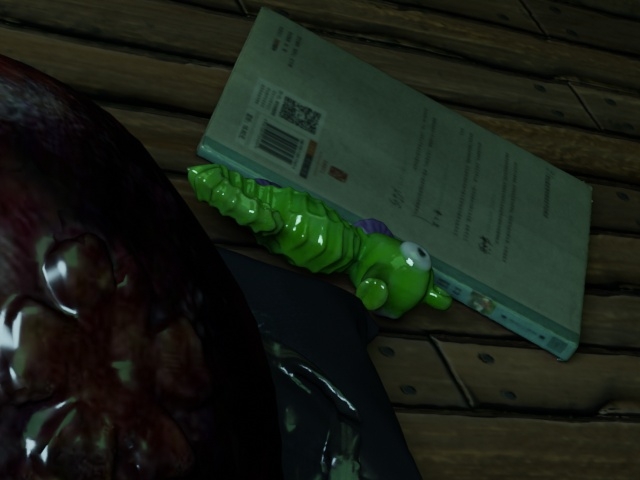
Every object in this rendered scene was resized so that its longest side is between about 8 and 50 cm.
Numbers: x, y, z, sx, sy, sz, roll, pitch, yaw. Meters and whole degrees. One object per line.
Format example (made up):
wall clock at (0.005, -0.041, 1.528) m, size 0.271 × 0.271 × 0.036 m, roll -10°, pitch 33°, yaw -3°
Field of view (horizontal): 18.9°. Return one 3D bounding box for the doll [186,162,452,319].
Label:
doll at (0.000, 0.000, 1.150) m, size 0.190 × 0.050 × 0.115 m, roll 26°, pitch 7°, yaw -24°

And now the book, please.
book at (0.060, -0.045, 1.315) m, size 0.283 × 0.025 × 0.215 m, roll 30°, pitch 32°, yaw -7°

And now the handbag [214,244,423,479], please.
handbag at (-0.054, 0.073, 0.987) m, size 0.254 × 0.088 × 0.211 m, roll 22°, pitch 31°, yaw -27°

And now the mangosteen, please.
mangosteen at (-0.168, 0.074, 0.717) m, size 0.297 × 0.293 × 0.297 m, roll 48°, pitch 33°, yaw -46°
